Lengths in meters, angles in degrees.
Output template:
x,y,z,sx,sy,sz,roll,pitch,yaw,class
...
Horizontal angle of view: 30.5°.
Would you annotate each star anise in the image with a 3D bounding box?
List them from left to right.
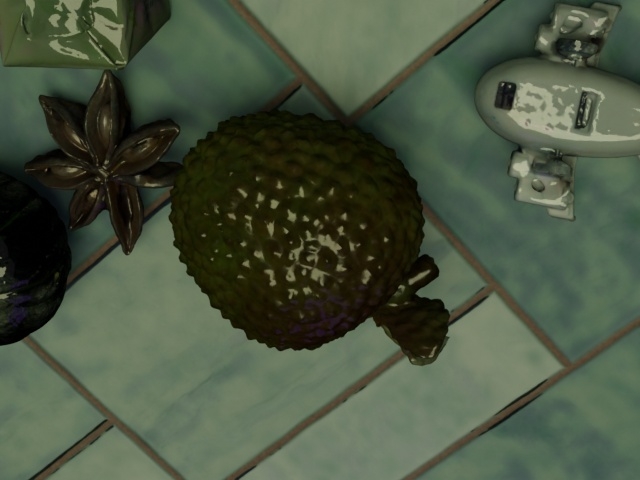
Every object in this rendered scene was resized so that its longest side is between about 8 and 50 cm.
x,y,z,sx,sy,sz,roll,pitch,yaw,class
-0.254,-0.098,1.361,0.197,0.073,0.212,41,121,-5,star anise

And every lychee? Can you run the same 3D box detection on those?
x,y,z,sx,sy,sz,roll,pitch,yaw,class
-0.010,-0.006,1.288,0.320,0.270,0.270,11,116,-20,lychee

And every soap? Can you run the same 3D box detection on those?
x,y,z,sx,sy,sz,roll,pitch,yaw,class
-0.248,-0.289,1.211,0.138,0.199,0.182,1,115,7,soap

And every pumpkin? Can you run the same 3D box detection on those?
x,y,z,sx,sy,sz,roll,pitch,yaw,class
-0.399,0.021,1.374,0.220,0.162,0.220,13,126,18,pumpkin

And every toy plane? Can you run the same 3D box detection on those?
x,y,z,sx,sy,sz,roll,pitch,yaw,class
0.289,-0.141,1.288,0.245,0.117,0.244,0,97,3,toy plane
